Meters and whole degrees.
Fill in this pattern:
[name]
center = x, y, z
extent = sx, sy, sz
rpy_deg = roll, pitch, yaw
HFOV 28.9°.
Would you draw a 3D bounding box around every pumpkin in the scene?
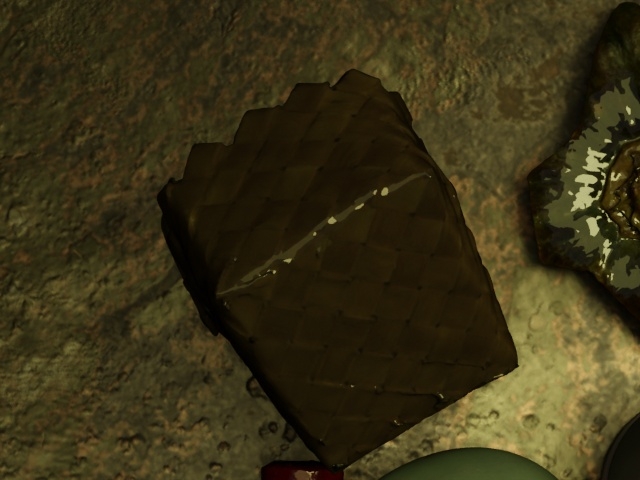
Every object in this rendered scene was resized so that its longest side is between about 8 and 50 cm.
[pumpkin]
center = 0.324, -0.054, 1.179
extent = 0.290, 0.095, 0.258
rpy_deg = 39, 95, 18

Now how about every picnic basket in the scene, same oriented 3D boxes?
[picnic basket]
center = 0.000, 0.000, 1.103
extent = 0.254, 0.291, 0.321
rpy_deg = -29, 36, -2

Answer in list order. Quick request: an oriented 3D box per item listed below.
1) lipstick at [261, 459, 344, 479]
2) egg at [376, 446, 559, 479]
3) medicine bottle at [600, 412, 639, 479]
[lipstick]
center = -0.021, 0.322, 1.128
extent = 0.080, 0.080, 0.241
rpy_deg = 1, 79, 2
[egg]
center = 0.105, 0.279, 1.069
extent = 0.264, 0.183, 0.183
rpy_deg = -17, 78, -19
[medicine bottle]
center = 0.353, 0.214, 1.014
extent = 0.202, 0.316, 0.202
rpy_deg = 0, 80, 2
